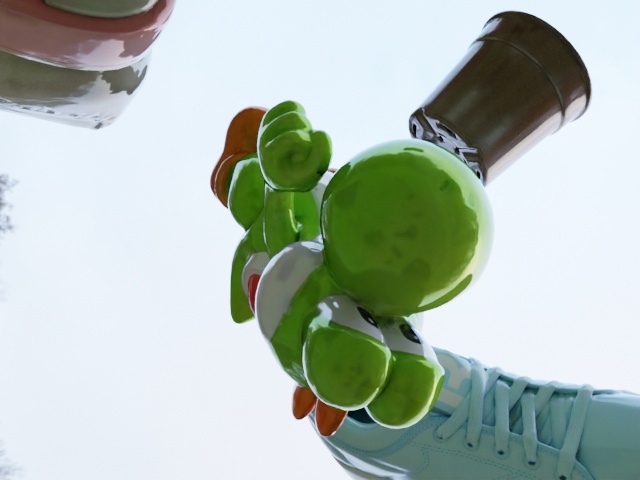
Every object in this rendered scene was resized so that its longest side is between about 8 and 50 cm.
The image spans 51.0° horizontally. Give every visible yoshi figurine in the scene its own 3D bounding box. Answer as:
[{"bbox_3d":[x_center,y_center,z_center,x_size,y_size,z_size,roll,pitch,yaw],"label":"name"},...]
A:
[{"bbox_3d":[0.023,-0.017,0.512,0.203,0.362,0.203,-12,-65,-10],"label":"yoshi figurine"}]

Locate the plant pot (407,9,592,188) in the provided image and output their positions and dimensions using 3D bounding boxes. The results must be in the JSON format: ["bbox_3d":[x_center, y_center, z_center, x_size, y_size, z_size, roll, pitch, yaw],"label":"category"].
[{"bbox_3d":[0.205,-0.157,0.807,0.165,0.167,0.167,-43,-111,-12],"label":"plant pot"}]

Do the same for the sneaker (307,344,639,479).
[{"bbox_3d":[0.125,0.158,0.576,0.365,0.135,0.150,-10,-50,37],"label":"sneaker"}]

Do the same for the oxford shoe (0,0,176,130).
[{"bbox_3d":[-0.287,-0.155,0.360,0.146,0.396,0.141,131,-25,-53],"label":"oxford shoe"}]
